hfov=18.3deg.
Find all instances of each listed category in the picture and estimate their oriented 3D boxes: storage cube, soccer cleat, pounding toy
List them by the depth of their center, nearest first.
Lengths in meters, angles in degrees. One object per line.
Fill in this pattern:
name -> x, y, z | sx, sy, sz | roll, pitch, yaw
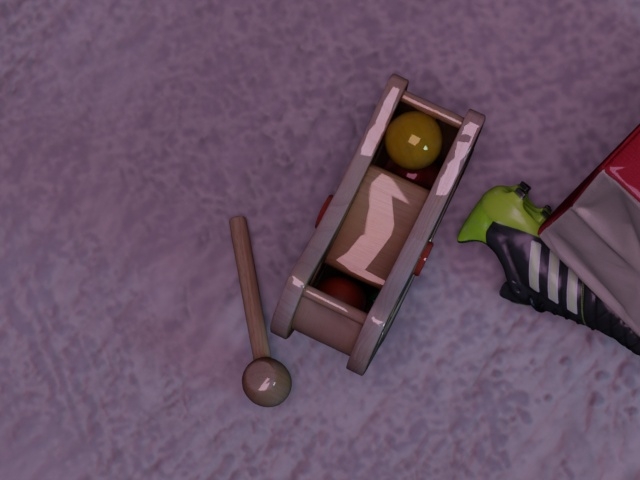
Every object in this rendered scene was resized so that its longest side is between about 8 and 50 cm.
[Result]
storage cube -> 0.299, -0.027, 1.407 | 0.215, 0.183, 0.193 | 44, 73, 4
pounding toy -> 0.000, 0.000, 1.472 | 0.155, 0.154, 0.269 | 25, 90, 5
soccer cleat -> 0.183, 0.033, 1.509 | 0.179, 0.060, 0.072 | 44, 108, 7
